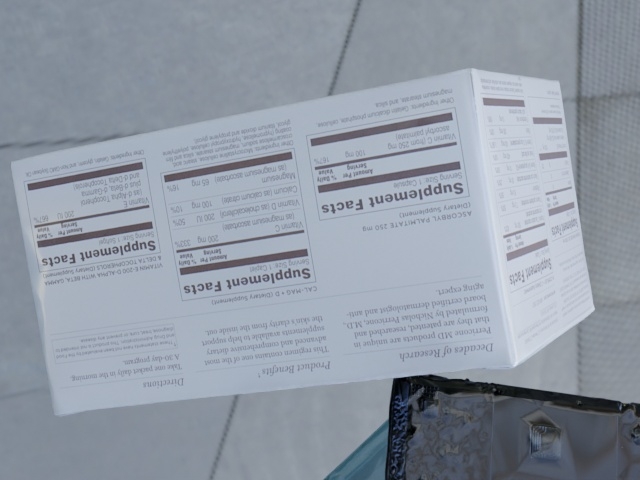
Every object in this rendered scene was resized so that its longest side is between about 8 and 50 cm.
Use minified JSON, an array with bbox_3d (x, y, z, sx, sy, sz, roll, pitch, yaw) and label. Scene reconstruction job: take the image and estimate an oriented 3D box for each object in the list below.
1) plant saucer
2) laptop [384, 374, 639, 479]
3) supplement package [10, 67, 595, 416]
[{"bbox_3d":[0.008,0.194,0.917,0.018,0.067,0.192,30,132,-13],"label":"plant saucer"},{"bbox_3d":[0.135,0.216,0.772,0.264,0.234,0.136,9,164,-17],"label":"laptop"},{"bbox_3d":[0.000,0.000,0.734,0.262,0.145,0.204,-8,-178,23],"label":"supplement package"}]
